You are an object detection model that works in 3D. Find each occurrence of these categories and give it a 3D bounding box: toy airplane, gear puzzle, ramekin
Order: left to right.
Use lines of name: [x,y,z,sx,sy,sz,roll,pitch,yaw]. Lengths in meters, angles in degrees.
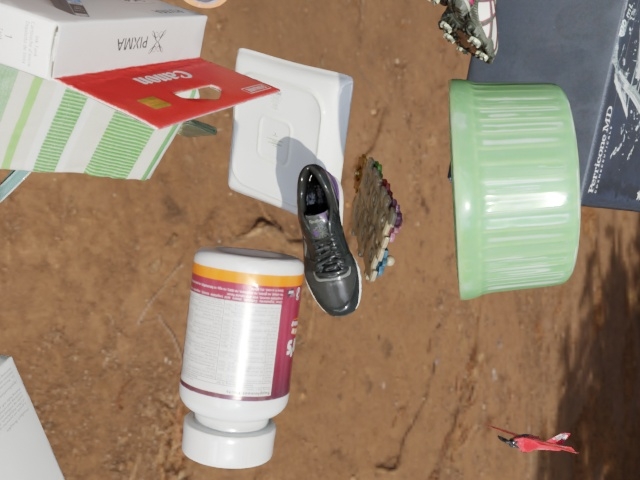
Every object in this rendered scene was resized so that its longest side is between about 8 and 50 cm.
gear puzzle: [0.110,-0.067,1.467,0.339,0.044,0.175,-104,-155,-55]
ramekin: [0.256,-0.073,0.968,0.303,0.148,0.303,-3,90,-80]
toy airplane: [0.332,0.309,1.085,0.151,0.151,0.028,17,79,-66]

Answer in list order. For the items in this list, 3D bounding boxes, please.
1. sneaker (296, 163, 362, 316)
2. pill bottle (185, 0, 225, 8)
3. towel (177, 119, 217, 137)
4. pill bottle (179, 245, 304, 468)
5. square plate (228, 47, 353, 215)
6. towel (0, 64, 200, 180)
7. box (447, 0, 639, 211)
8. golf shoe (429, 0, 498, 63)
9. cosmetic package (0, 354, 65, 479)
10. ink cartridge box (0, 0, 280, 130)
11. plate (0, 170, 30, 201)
sneaker: [0.000,0.000,1.295,0.124,0.107,0.283,39,38,-75]
pill bottle: [-0.176,-0.488,1.129,0.130,0.130,0.246,51,35,-55]
towel: [-0.382,-0.327,2.076,0.148,0.110,0.027,6,82,-64]
pill bottle: [-0.089,0.122,0.773,0.121,0.121,0.221,-2,99,-67]
square plate: [-0.091,-0.228,1.590,0.049,0.347,0.344,-19,124,-46]
towel: [-0.367,-0.183,1.075,0.325,0.248,0.038,1,57,-39]
box: [0.538,-0.318,1.481,0.472,0.297,0.480,0,103,-49]
golf shoe: [0.242,-0.371,1.095,0.120,0.105,0.273,-53,152,1]
cosmetic package: [-0.546,0.375,1.126,0.197,0.155,0.365,-52,140,-54]
ink cartridge box: [-0.211,-0.223,0.811,0.296,0.261,0.066,-42,151,-62]
plate: [-0.629,-0.153,1.501,0.024,0.188,0.188,45,43,-24]
